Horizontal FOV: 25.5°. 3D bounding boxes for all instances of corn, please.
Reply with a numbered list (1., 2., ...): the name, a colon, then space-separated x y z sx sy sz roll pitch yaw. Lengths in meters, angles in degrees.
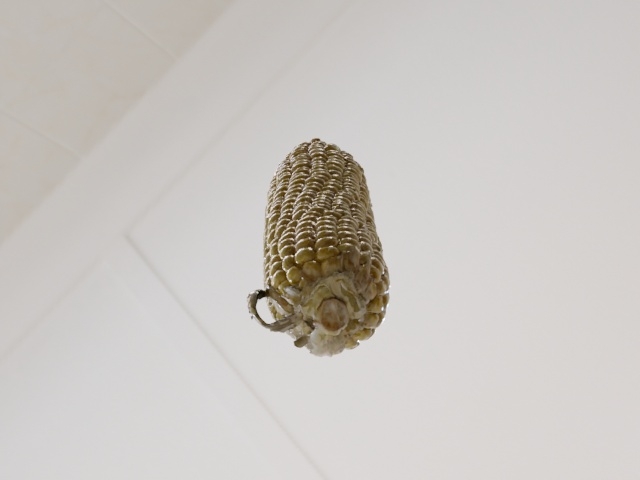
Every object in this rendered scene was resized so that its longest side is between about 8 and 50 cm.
1. corn: 0.000 0.000 1.133 0.106 0.293 0.106 0 -68 -1
